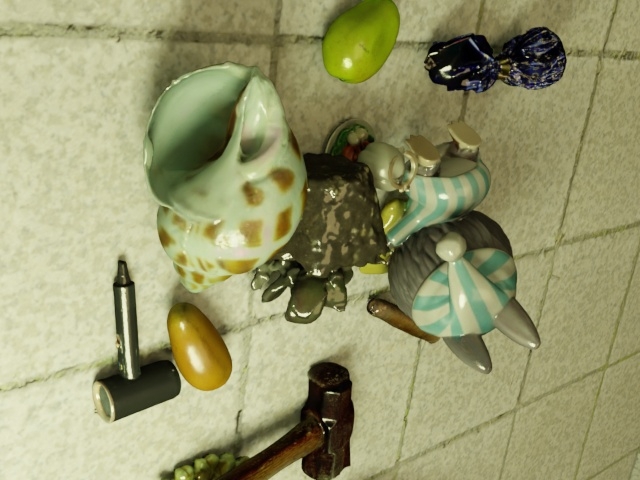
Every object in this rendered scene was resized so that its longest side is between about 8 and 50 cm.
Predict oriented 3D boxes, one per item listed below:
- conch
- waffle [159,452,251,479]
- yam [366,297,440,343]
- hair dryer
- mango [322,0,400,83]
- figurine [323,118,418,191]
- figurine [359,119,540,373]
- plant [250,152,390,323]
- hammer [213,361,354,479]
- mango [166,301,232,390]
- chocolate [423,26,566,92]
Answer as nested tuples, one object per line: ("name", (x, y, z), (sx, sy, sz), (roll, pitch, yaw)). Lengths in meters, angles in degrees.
("conch", (-0.147, -0.073, 1.095), (0.249, 0.197, 0.368), (23, 99, -10))
("waffle", (-0.219, 0.490, 1.393), (0.223, 0.054, 0.204), (0, 109, -43))
("yam", (0.183, 0.174, 1.625), (0.264, 0.046, 0.046), (29, 89, -48))
("hair dryer", (-0.284, 0.150, 1.168), (0.128, 0.070, 0.255), (-12, 113, -40))
("mango", (0.072, -0.328, 1.247), (0.163, 0.089, 0.117), (-39, 132, -24))
("figurine", (0.097, -0.138, 1.315), (0.132, 0.153, 0.132), (-20, 121, -36))
("figurine", (0.291, 0.036, 1.381), (0.266, 0.377, 0.361), (-25, 142, -28))
("plant", (0.000, 0.000, 1.265), (0.199, 0.188, 0.276), (-16, 120, -36))
("hammer", (-0.078, 0.411, 1.410), (0.409, 0.095, 0.242), (-24, 126, -48))
("mango", (-0.204, 0.171, 1.224), (0.085, 0.102, 0.184), (-21, 127, 4))
("chocolate", (0.331, -0.341, 1.471), (0.343, 0.126, 0.148), (-14, 160, -35))
